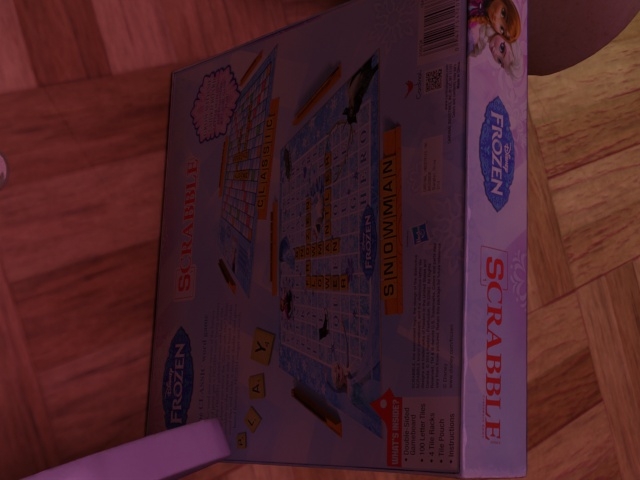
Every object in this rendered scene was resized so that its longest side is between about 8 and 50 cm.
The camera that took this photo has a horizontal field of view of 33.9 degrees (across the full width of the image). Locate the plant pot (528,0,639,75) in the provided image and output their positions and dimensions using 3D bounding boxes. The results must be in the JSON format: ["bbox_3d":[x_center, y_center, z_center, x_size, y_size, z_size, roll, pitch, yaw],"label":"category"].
[{"bbox_3d":[0.153,-0.316,0.957,0.305,0.334,0.333,35,61,-45],"label":"plant pot"}]

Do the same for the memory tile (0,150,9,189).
[{"bbox_3d":[-0.277,-0.017,0.696,0.113,0.012,0.148,32,64,-35],"label":"memory tile"}]

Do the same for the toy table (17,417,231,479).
[{"bbox_3d":[-0.155,0.225,0.635,0.274,0.252,0.160,-18,79,-27],"label":"toy table"}]

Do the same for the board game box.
[{"bbox_3d":[0.000,0.000,0.739,0.066,0.318,0.318,13,75,-41],"label":"board game box"}]
